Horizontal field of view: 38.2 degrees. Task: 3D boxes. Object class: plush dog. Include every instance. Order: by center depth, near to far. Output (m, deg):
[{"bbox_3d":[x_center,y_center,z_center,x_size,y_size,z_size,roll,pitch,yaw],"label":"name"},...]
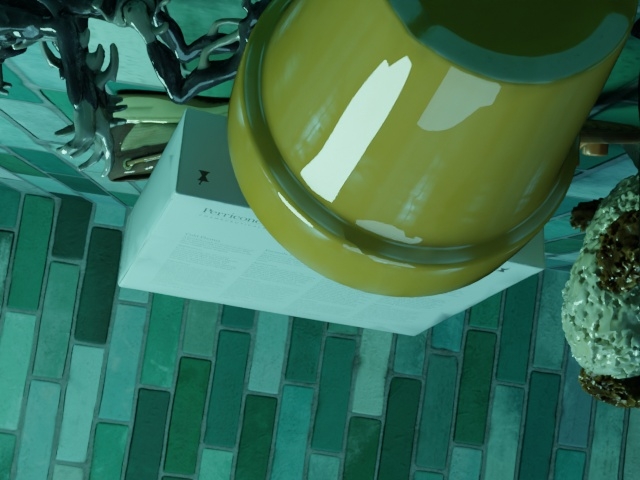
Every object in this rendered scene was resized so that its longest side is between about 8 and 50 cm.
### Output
[{"bbox_3d":[0.302,0.031,0.873,0.210,0.262,0.225,14,-143,33],"label":"plush dog"}]

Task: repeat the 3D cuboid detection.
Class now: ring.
[{"bbox_3d":[0.098,-0.092,0.780,0.336,0.032,0.336,2,-170,0],"label":"ring"}]

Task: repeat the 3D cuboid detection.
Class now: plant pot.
[{"bbox_3d":[0.063,-0.093,0.487,0.205,0.205,0.188,9,159,-10],"label":"plant pot"}]

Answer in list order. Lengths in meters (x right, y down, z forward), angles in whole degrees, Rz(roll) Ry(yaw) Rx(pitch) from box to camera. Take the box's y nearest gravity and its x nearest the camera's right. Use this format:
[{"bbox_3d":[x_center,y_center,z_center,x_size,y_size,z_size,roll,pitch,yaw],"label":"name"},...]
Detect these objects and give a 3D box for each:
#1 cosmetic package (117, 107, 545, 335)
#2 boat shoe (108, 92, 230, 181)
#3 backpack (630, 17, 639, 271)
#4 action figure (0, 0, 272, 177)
[{"bbox_3d":[0.000,0.000,0.984,0.377,0.097,0.284,11,159,-19],"label":"cosmetic package"},{"bbox_3d":[-0.095,-0.094,1.058,0.342,0.123,0.123,7,175,16],"label":"boat shoe"},{"bbox_3d":[0.291,-0.007,0.576,0.191,0.253,0.225,7,180,33],"label":"backpack"},{"bbox_3d":[-0.151,-0.124,0.633,0.275,0.141,0.164,4,-152,-4],"label":"action figure"}]
